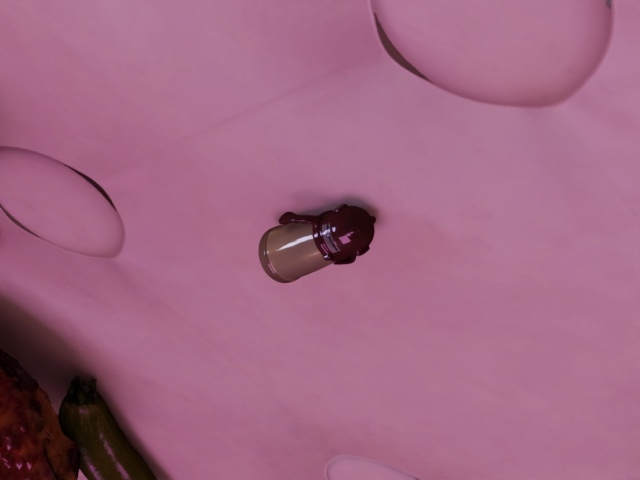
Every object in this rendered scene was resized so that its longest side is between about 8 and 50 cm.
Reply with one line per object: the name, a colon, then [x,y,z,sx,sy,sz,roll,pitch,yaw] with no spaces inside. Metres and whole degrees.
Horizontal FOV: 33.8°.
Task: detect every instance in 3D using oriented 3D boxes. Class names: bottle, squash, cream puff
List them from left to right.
cream puff: [-0.433,0.235,1.196,0.350,0.228,0.350,29,146,23]
squash: [-0.266,0.274,1.324,0.080,0.071,0.318,25,148,38]
bottle: [0.001,0.000,0.817,0.063,0.047,0.101,6,160,-45]
